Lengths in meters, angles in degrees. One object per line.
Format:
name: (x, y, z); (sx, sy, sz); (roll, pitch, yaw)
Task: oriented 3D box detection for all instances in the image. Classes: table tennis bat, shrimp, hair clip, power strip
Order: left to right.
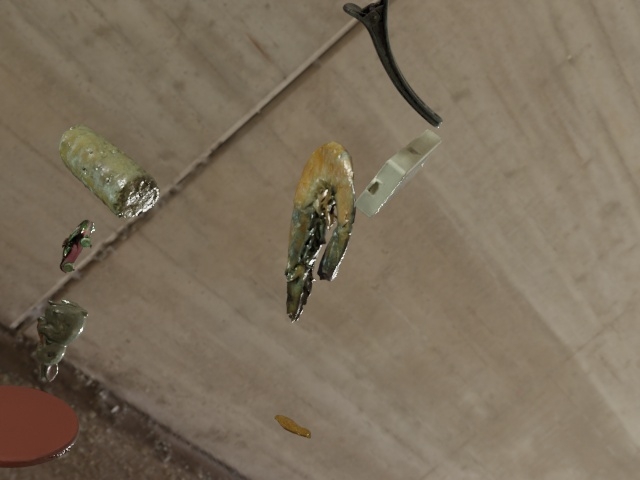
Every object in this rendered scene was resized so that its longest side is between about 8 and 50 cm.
table tennis bat: (-0.753, 0.401, 1.757); (0.414, 0.051, 0.268); (13, 22, -5)
shrimp: (0.000, 0.000, 1.762); (0.085, 0.445, 0.272); (5, 23, -26)
hair clip: (0.133, -0.298, 1.323); (0.275, 0.083, 0.048); (57, 15, -34)
power strip: (0.154, -0.134, 1.452); (0.043, 0.106, 0.367); (40, 26, 4)

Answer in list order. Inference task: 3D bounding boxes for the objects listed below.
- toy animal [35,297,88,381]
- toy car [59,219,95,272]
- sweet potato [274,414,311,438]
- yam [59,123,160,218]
toy animal: (-0.731, 0.278, 2.151); (0.138, 0.236, 0.108); (14, -6, 12)
toy car: (-0.562, 0.012, 1.785); (0.055, 0.142, 0.069); (29, 26, -23)
sweet potato: (-0.051, 0.374, 1.554); (0.115, 0.026, 0.026); (14, -23, 45)
yam: (-0.308, -0.099, 1.121); (0.179, 0.078, 0.078); (35, -3, 32)
